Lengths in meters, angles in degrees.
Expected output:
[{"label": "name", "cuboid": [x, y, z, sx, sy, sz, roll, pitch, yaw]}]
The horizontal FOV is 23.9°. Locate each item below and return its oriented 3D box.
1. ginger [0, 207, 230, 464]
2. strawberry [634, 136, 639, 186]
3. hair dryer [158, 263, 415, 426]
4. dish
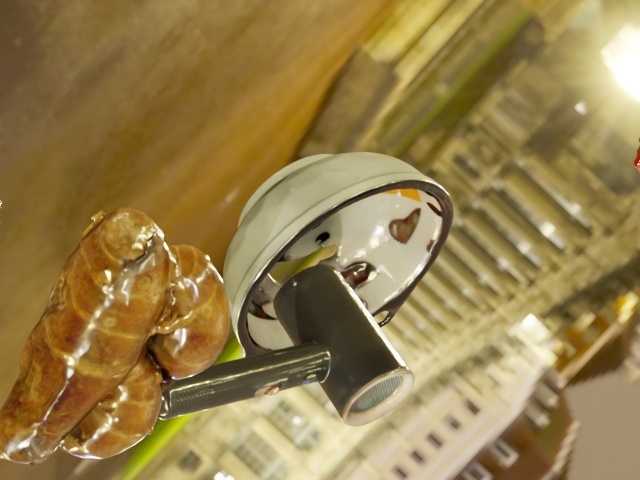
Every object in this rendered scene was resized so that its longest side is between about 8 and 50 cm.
[{"label": "ginger", "cuboid": [-0.114, 0.060, 0.849, 0.162, 0.103, 0.073, -57, -142, 13]}, {"label": "strawberry", "cuboid": [0.290, -0.037, 0.903, 0.187, 0.184, 0.201, -11, 156, 19]}, {"label": "hair dryer", "cuboid": [-0.056, 0.093, 1.195, 0.255, 0.128, 0.070, -7, 141, -37]}, {"label": "dish", "cuboid": [0.000, 0.000, 1.635, 0.303, 0.120, 0.303, -27, 151, -17]}]
